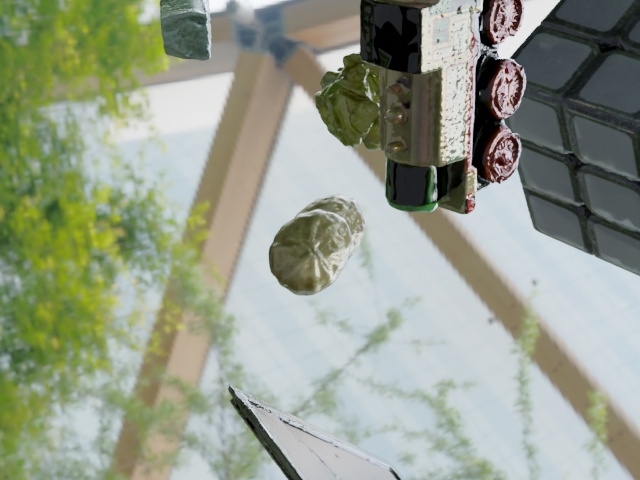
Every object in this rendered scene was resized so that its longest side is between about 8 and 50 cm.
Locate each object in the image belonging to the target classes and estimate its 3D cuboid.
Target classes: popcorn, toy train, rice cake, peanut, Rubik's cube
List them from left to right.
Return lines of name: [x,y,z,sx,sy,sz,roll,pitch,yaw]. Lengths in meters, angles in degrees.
rice cake: [-0.181,-0.301,1.675,0.206,0.069,0.063,-98,-178,-61]
peanut: [0.000,0.000,1.288,0.082,0.187,0.082,3,-76,12]
popcorn: [0.059,-0.187,1.684,0.126,0.145,0.126,39,-73,-8]
toy train: [0.061,-0.075,0.636,0.050,0.087,0.137,21,-59,41]
Rubik's cube: [0.427,-0.148,1.497,0.304,0.305,0.301,25,-24,34]

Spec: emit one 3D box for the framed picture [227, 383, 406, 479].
framed picture: [0.049,0.253,1.189,0.018,0.293,0.231,-48,-132,6]
